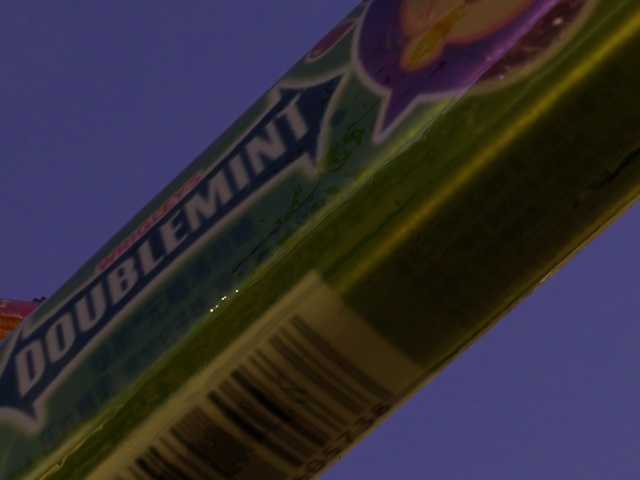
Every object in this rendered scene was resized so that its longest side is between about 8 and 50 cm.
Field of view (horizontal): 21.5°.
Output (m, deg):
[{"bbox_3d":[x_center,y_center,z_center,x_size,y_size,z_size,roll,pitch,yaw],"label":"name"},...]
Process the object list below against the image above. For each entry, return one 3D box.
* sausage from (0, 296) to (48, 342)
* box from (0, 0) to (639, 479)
[{"bbox_3d":[-0.283,0.064,1.136,0.264,0.083,0.083,12,-66,-50],"label":"sausage"},{"bbox_3d":[0.000,0.000,0.608,0.345,0.134,0.097,-42,-55,12],"label":"box"}]
